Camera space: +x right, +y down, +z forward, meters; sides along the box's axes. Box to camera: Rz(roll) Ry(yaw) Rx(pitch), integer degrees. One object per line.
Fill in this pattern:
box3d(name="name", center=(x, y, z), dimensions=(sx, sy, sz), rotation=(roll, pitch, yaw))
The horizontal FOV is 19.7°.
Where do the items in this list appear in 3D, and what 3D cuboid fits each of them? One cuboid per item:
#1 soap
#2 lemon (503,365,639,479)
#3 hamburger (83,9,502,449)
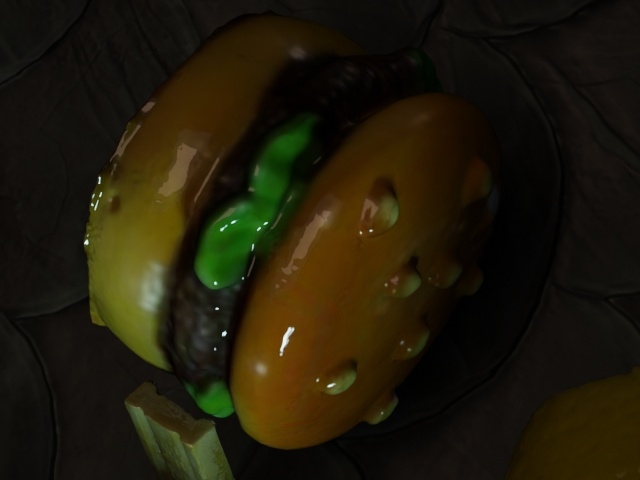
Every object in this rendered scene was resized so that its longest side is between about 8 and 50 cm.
box3d(name="soap", center=(-0.115, 0.235, 1.761), dimensions=(0.092, 0.252, 0.037), rotation=(30, 63, 32))
box3d(name="lemon", center=(0.306, 0.292, 1.458), dimensions=(0.364, 0.364, 0.364), rotation=(-9, 69, 25))
box3d(name="hamburger", center=(0.000, 0.000, 1.712), dimensions=(0.277, 0.396, 0.395), rotation=(31, 89, 22))
